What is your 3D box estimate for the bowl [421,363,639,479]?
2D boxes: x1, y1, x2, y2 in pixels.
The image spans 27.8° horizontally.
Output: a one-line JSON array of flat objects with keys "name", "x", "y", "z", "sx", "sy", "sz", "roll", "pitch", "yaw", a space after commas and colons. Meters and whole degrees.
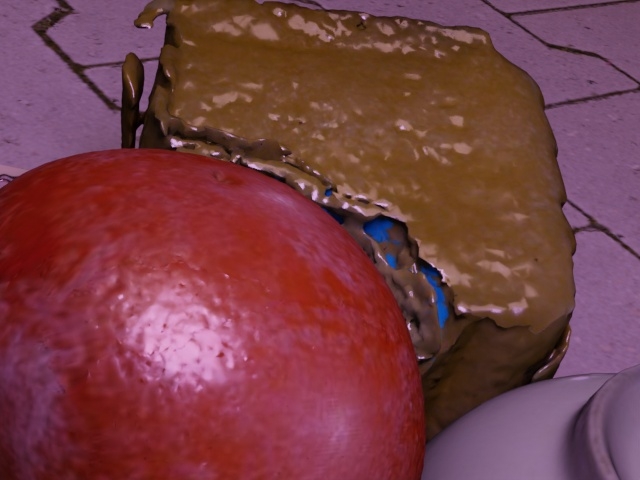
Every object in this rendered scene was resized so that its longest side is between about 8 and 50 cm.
[{"name": "bowl", "x": 0.188, "y": 0.187, "z": 0.665, "sx": 0.354, "sy": 0.185, "sz": 0.354, "roll": 11, "pitch": 33, "yaw": -8}]

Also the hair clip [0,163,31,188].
[{"name": "hair clip", "x": -0.203, "y": -0.041, "z": 0.975, "sx": 0.226, "sy": 0.034, "sz": 0.072, "roll": -1, "pitch": 33, "yaw": -22}]

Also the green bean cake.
[{"name": "green bean cake", "x": 0.000, "y": 0.000, "z": 0.875, "sx": 0.310, "sy": 0.202, "sz": 0.285, "roll": 11, "pitch": 45, "yaw": -6}]

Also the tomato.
[{"name": "tomato", "x": -0.070, "y": 0.084, "z": 0.633, "sx": 0.265, "sy": 0.265, "sz": 0.265, "roll": 11, "pitch": 33, "yaw": -8}]
